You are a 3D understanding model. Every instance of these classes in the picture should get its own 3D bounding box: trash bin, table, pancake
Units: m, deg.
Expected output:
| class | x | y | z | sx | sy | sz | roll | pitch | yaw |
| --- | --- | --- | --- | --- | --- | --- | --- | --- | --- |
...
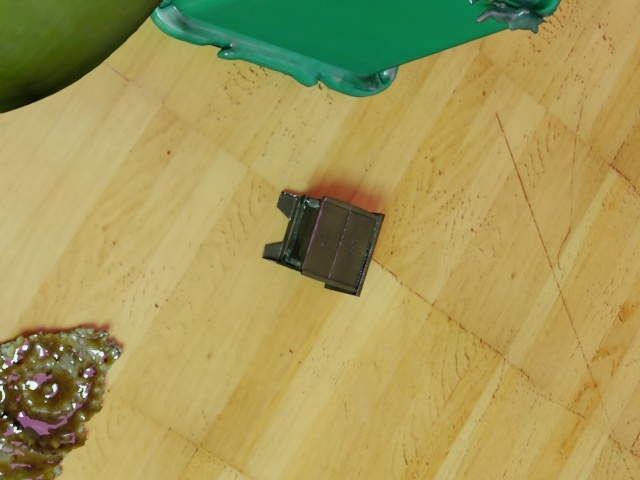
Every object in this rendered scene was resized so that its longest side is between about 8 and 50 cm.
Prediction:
| class | x | y | z | sx | sy | sz | roll | pitch | yaw |
| --- | --- | --- | --- | --- | --- | --- | --- | --- | --- |
| trash bin | 0.021 | -0.278 | 0.985 | 0.295 | 0.381 | 0.259 | 15 | 86 | -25 |
| table | 0.000 | 0.000 | 1.165 | 0.082 | 0.070 | 0.083 | 19 | 86 | -26 |
| pancake | -0.286 | 0.140 | 1.047 | 0.244 | 0.057 | 0.266 | -36 | 106 | -20 |

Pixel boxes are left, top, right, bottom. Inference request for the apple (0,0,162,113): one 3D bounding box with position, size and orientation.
| class | x | y | z | sx | sy | sz | roll | pitch | yaw |
| --- | --- | --- | --- | --- | --- | --- | --- | --- | --- |
| apple | -0.278 | -0.302 | 0.816 | 0.474 | 0.474 | 0.473 | -2 | 94 | -25 |
